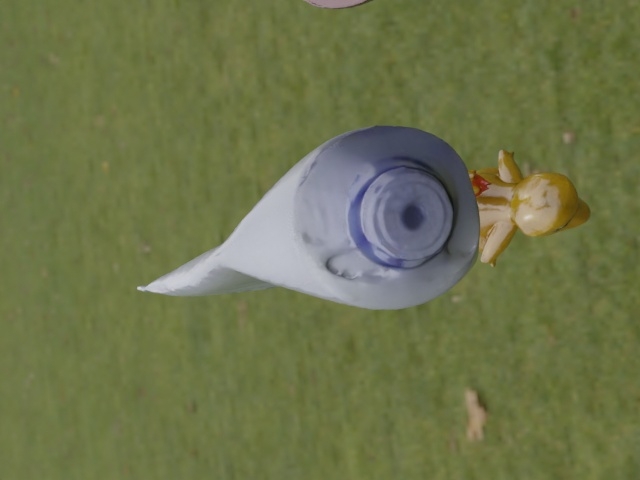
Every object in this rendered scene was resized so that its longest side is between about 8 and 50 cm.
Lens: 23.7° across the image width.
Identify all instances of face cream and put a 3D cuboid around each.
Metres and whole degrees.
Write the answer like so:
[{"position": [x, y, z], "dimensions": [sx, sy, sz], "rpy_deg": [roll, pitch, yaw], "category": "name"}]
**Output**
[{"position": [0.000, 0.000, 1.263], "dimensions": [0.420, 0.234, 0.137], "rpy_deg": [160, 99, -71], "category": "face cream"}]

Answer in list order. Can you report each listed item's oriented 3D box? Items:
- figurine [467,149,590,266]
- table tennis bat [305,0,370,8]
[{"position": [0.177, -0.041, 1.504], "dimensions": [0.176, 0.122, 0.121], "rpy_deg": [-1, 74, 52], "category": "figurine"}, {"position": [-0.005, -0.304, 1.202], "dimensions": [0.138, 0.022, 0.247], "rpy_deg": [-17, 94, 31], "category": "table tennis bat"}]
